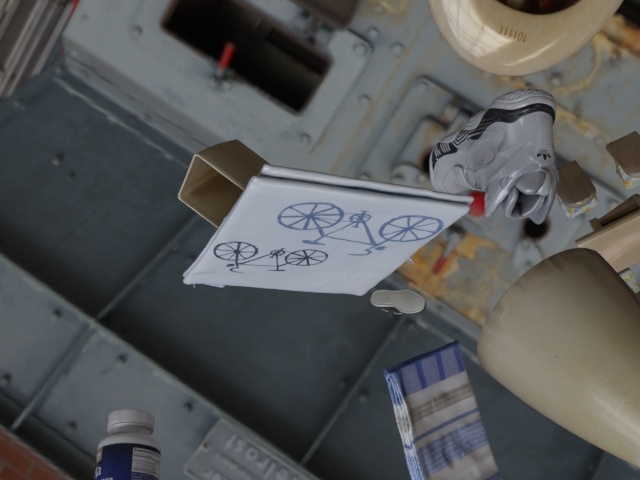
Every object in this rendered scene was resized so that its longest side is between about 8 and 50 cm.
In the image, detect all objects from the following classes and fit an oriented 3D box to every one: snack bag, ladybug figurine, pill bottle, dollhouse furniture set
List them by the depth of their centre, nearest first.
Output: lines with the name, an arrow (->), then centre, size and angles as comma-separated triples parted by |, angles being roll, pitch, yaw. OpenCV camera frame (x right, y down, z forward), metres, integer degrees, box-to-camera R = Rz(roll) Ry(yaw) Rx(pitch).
ladybug figurine -> 0.292, -0.448, 1.211 | 0.305, 0.449, 0.162 | 18, -170, -6
snack bag -> 0.000, 0.000, 1.282 | 0.323, 0.342, 0.037 | 5, -117, -23
pill bottle -> -0.286, 0.341, 1.316 | 0.094, 0.094, 0.169 | 23, -130, -36
dollhouse furniture set -> 0.725, -0.026, 1.781 | 0.362, 0.394, 0.256 | 56, -167, -29

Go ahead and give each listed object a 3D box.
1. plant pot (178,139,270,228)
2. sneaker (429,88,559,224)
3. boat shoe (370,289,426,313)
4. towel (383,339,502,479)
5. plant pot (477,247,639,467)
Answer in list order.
plant pot -> -0.139, -0.093, 1.380 | 0.109, 0.109, 0.096 | 37, -132, 4
sneaker -> 0.320, -0.117, 1.677 | 0.138, 0.210, 0.366 | 6, 157, -21
boat shoe -> 0.155, 0.121, 1.706 | 0.125, 0.046, 0.038 | 0, 156, 41
towel -> 0.223, 0.339, 1.585 | 0.209, 0.034, 0.284 | -14, -93, -41
plant pot -> 0.418, 0.190, 1.302 | 0.257, 0.256, 0.274 | 20, -160, -45
